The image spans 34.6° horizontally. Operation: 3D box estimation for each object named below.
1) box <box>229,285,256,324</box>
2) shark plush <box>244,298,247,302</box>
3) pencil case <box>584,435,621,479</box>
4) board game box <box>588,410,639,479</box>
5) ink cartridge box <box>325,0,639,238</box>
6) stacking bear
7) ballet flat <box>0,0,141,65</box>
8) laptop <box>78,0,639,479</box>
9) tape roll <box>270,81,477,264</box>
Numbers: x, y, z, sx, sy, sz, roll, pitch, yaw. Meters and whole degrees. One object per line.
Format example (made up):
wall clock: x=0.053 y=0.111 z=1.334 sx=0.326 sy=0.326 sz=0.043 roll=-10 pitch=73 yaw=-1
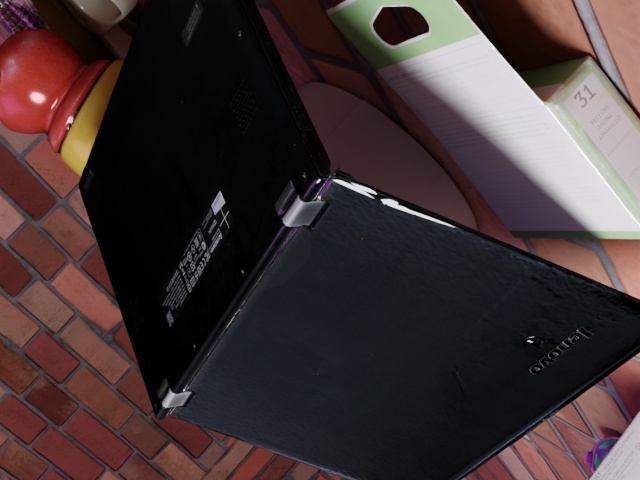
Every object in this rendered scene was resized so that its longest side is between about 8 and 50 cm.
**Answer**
box: x=-0.077 y=0.021 z=1.350 sx=0.087 sy=0.058 sz=0.232 roll=51 pitch=126 yaw=17
shark plush: x=-0.032 y=0.095 z=1.127 sx=0.161 sy=0.073 sz=0.067 roll=23 pitch=-170 yaw=-7
pencil case: x=0.363 y=0.292 z=1.268 sx=0.070 sy=0.064 sz=0.151 roll=10 pitch=155 yaw=19
board game box: x=0.330 y=0.293 z=1.075 sx=0.053 sy=0.193 sz=0.305 roll=33 pitch=164 yaw=34
ink cartridge box: x=0.124 y=-0.099 z=0.712 sx=0.235 sy=0.056 sz=0.171 roll=49 pitch=166 yaw=-14
stacking bear: x=-0.235 y=-0.128 z=1.145 sx=0.289 sy=0.175 sz=0.164 roll=30 pitch=131 yaw=-9
ballet flat: x=-0.272 y=-0.255 z=1.215 sx=0.182 sy=0.164 sz=0.483 roll=1 pitch=141 yaw=37
laptop: x=0.000 y=0.000 z=0.861 sx=0.382 sy=0.236 sz=0.408 roll=-53 pitch=53 yaw=49
tape roll: x=0.015 y=-0.017 z=1.048 sx=0.246 sy=0.169 sz=0.246 roll=40 pitch=167 yaw=12
